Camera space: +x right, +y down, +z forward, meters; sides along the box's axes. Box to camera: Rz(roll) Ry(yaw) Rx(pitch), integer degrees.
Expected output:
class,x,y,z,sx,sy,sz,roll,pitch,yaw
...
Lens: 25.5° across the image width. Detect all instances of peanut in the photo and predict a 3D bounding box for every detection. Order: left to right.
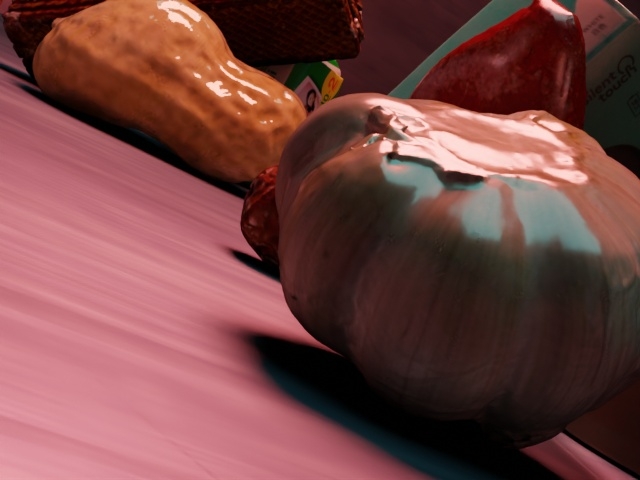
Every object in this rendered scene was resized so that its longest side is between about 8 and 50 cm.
class,x,y,z,sx,sy,sz,roll,pitch,yaw
peanut,-0.147,-0.163,1.452,0.291,0.159,0.143,26,36,-3

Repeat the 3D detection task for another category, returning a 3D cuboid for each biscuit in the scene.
class,x,y,z,sx,sy,sz,roll,pitch,yaw
biscuit,-0.149,-0.241,1.543,0.388,0.073,0.107,-4,-37,12

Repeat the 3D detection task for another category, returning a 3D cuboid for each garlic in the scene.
class,x,y,z,sx,sy,sz,roll,pitch,yaw
garlic,0.078,0.015,0.743,0.227,0.152,0.228,15,31,-9

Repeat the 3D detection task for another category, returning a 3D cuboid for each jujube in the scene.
class,x,y,z,sx,sy,sz,roll,pitch,yaw
jujube,0.000,0.000,1.013,0.129,0.077,0.077,36,1,-23

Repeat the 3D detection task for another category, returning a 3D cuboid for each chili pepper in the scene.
class,x,y,z,sx,sy,sz,roll,pitch,yaw
chili pepper,0.099,-0.036,0.900,0.136,0.253,0.144,5,19,-18

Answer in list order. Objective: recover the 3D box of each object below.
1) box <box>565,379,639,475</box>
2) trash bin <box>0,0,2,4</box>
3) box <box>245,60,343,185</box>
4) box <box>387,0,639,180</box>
class,x,y,z,sx,sy,sz,roll,pitch,yaw
box,0.317,0.081,0.987,0.301,0.216,0.301,24,4,-2
trash bin,-0.229,-0.132,0.602,0.161,0.184,0.239,26,11,-2
box,-0.112,-0.178,1.653,0.250,0.180,0.103,28,1,33
box,0.192,-0.039,1.098,0.311,0.205,0.118,48,0,-43
